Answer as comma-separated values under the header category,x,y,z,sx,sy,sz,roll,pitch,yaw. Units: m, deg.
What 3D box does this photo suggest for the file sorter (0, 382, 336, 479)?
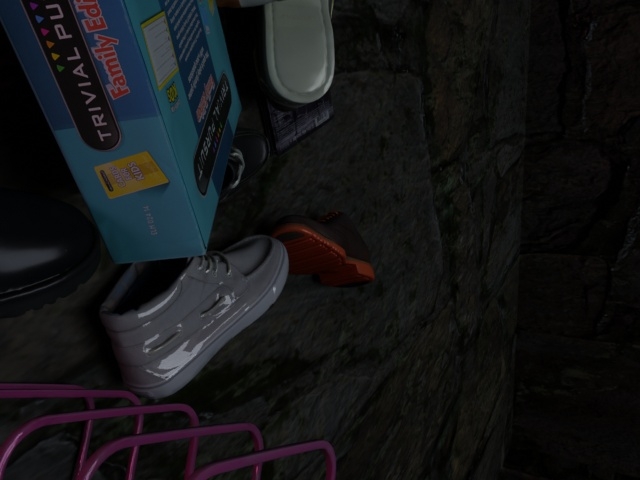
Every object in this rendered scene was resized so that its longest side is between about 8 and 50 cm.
category,x,y,z,sx,sy,sz,roll,pitch,yaw
file sorter,-0.158,0.211,0.426,0.202,0.290,0.182,25,71,-59

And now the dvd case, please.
category,x,y,z,sx,sy,sz,roll,pitch,yaw
dvd case,-0.041,-0.247,0.808,0.164,0.018,0.221,-45,133,-47

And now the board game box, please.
category,x,y,z,sx,sy,sz,roll,pitch,yaw
board game box,-0.146,-0.192,0.441,0.254,0.079,0.336,-90,172,-53

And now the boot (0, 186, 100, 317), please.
category,x,y,z,sx,sy,sz,roll,pitch,yaw
boot,-0.240,-0.052,0.305,0.246,0.094,0.207,-8,127,-32

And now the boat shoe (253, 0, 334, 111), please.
category,x,y,z,sx,sy,sz,roll,pitch,yaw
boat shoe,-0.032,-0.307,0.705,0.109,0.091,0.305,3,89,-17

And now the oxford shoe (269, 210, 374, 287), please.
category,x,y,z,sx,sy,sz,roll,pitch,yaw
oxford shoe,0.000,0.000,0.883,0.271,0.096,0.099,35,46,-62

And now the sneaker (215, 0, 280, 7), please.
category,x,y,z,sx,sy,sz,roll,pitch,yaw
sneaker,-0.102,-0.340,0.523,0.290,0.123,0.106,77,-4,-47

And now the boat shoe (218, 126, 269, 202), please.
category,x,y,z,sx,sy,sz,roll,pitch,yaw
boat shoe,-0.117,-0.071,0.651,0.233,0.079,0.084,-38,126,-54

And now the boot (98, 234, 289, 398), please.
category,x,y,z,sx,sy,sz,roll,pitch,yaw
boot,-0.123,0.041,0.641,0.258,0.095,0.123,-51,144,-43
